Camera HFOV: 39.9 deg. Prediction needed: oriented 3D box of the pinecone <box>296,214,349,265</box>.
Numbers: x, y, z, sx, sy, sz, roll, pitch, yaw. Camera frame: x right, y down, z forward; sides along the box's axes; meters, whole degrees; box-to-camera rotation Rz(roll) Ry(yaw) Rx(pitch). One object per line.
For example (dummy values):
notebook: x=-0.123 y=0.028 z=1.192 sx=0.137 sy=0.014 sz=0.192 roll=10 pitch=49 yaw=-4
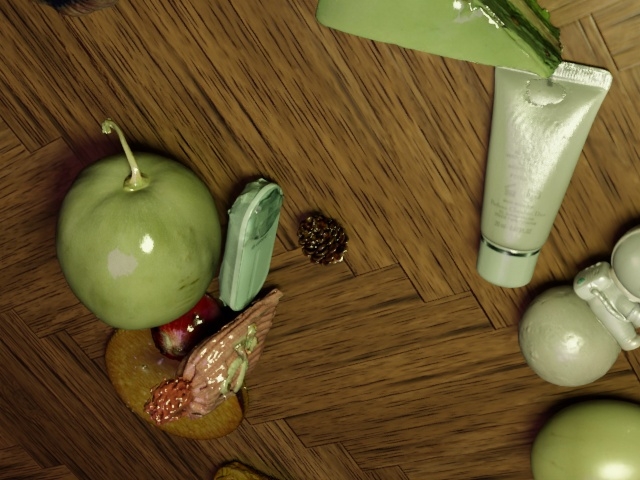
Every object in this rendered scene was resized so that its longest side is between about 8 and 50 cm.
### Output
pinecone: x=0.000 y=0.000 z=1.343 sx=0.077 sy=0.077 sz=0.083 roll=-13 pitch=160 yaw=31

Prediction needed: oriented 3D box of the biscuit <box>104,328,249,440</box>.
biscuit: x=-0.278 y=0.269 z=1.700 sx=0.305 sy=0.038 sz=0.305 roll=11 pitch=128 yaw=15

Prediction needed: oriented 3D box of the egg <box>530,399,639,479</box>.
egg: x=0.441 y=0.335 z=1.339 sx=0.241 sy=0.186 sz=0.186 roll=-6 pitch=123 yaw=25

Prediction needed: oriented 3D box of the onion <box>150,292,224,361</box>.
onion: x=-0.231 y=0.149 z=1.535 sx=0.131 sy=0.131 sz=0.131 roll=12 pitch=130 yaw=15

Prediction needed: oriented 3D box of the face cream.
face cream: x=0.271 y=-0.085 z=1.160 sx=0.143 sy=0.089 sz=0.315 roll=15 pitch=122 yaw=13

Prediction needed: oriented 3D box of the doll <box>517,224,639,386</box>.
doll: x=0.392 y=0.081 z=1.199 sx=0.151 sy=0.151 sz=0.287 roll=34 pitch=128 yaw=-4

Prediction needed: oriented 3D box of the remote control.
remote control: x=-0.112 y=0.009 z=1.382 sx=0.052 sy=0.104 sz=0.247 roll=29 pitch=132 yaw=16

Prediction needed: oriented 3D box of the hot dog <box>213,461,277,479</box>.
hot dog: x=-0.120 y=0.544 z=1.805 sx=0.226 sy=0.099 sz=0.161 roll=19 pitch=115 yaw=1

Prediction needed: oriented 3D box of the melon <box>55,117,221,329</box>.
melon: x=-0.275 y=0.001 z=1.348 sx=0.271 sy=0.272 sz=0.308 roll=25 pitch=162 yaw=3

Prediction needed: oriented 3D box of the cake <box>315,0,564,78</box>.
cake: x=0.132 y=-0.267 z=1.032 sx=0.283 sy=0.158 sz=0.172 roll=40 pitch=132 yaw=-14

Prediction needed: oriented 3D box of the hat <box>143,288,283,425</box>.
hat: x=-0.167 y=0.214 z=1.445 sx=0.107 sy=0.286 sz=0.237 roll=37 pitch=134 yaw=18

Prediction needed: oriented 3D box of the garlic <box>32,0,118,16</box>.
garlic: x=-0.343 y=-0.393 z=1.129 sx=0.244 sy=0.161 sz=0.245 roll=16 pitch=140 yaw=14
